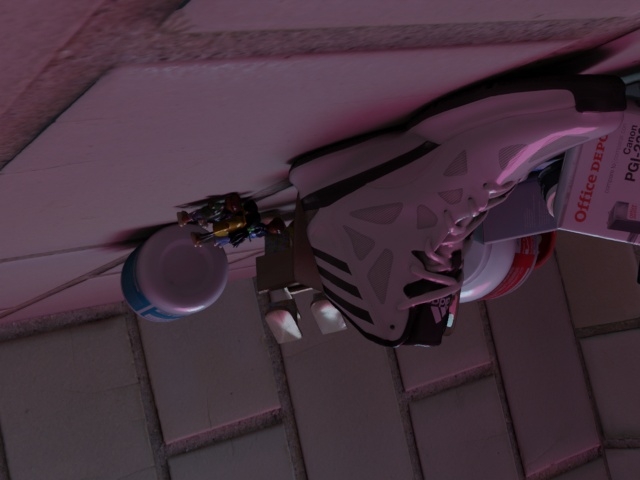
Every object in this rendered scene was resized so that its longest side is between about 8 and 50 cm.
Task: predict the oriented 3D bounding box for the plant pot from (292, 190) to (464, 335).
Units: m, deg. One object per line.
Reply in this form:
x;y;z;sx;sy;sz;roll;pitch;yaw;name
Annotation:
0.081;-0.004;1.382;0.229;0.263;0.263;4;176;3;plant pot

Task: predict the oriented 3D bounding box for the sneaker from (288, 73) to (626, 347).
0.163;-0.019;1.121;0.169;0.257;0.447;-8;173;-45;sneaker

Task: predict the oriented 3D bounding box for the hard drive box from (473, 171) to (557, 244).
0.320;-0.075;1.593;0.232;0.089;0.181;-10;-163;-15;hard drive box

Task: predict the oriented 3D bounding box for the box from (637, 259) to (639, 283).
0.672;-0.046;1.737;0.183;0.296;0.294;11;-179;16;box

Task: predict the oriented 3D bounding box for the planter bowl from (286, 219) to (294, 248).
0.000;0.000;1.810;0.217;0.090;0.217;-14;-163;4;planter bowl

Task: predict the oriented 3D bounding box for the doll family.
-0.125;-0.026;1.458;0.111;0.076;0.193;-18;179;12;doll family

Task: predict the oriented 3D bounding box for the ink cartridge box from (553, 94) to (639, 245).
0.394;-0.076;1.147;0.218;0.158;0.092;12;-158;9;ink cartridge box

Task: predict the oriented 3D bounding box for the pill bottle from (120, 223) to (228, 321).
-0.256;0.061;1.674;0.146;0.146;0.264;-11;176;-22;pill bottle

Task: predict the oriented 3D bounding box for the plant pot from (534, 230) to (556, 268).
0.422;-0.024;2.306;0.191;0.191;0.174;-10;-176;-33;plant pot

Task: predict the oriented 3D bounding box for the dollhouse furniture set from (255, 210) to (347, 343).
0.006;0.016;1.608;0.242;0.212;0.161;-14;139;8;dollhouse furniture set

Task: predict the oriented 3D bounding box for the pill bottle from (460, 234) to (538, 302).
0.279;0.006;1.923;0.229;0.229;0.408;-14;174;20;pill bottle

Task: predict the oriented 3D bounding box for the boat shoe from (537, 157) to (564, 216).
0.415;-0.107;1.369;0.233;0.084;0.079;-20;-148;9;boat shoe

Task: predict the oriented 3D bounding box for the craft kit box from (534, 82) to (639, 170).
0.368;-0.150;1.370;0.247;0.061;0.250;-12;177;35;craft kit box
